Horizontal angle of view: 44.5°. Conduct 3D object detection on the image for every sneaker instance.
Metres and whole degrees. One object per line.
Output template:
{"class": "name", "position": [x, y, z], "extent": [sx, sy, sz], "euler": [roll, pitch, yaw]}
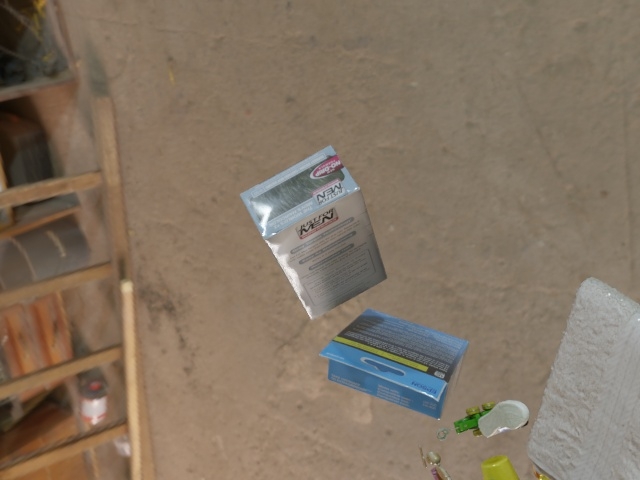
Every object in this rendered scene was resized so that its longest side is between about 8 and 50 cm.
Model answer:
{"class": "sneaker", "position": [0.378, 0.336, 1.518], "extent": [0.058, 0.084, 0.152], "euler": [64, 151, 20]}

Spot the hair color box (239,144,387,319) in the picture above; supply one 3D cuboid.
{"class": "hair color box", "position": [0.000, 0.000, 1.480], "extent": [0.114, 0.185, 0.374], "euler": [60, 177, 29]}

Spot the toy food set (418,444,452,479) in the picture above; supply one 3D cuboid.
{"class": "toy food set", "position": [0.217, 0.417, 1.395], "extent": [0.122, 0.019, 0.078], "euler": [45, 155, 56]}

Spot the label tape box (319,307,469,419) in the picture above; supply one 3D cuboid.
{"class": "label tape box", "position": [0.154, 0.267, 1.631], "extent": [0.249, 0.347, 0.115], "euler": [17, 107, 16]}

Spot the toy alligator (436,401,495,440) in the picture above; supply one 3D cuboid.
{"class": "toy alligator", "position": [0.310, 0.376, 1.612], "extent": [0.051, 0.189, 0.056], "euler": [139, 117, -66]}

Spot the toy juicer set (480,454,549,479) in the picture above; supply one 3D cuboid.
{"class": "toy juicer set", "position": [0.310, 0.443, 1.282], "extent": [0.209, 0.329, 0.090], "euler": [-21, 86, 36]}

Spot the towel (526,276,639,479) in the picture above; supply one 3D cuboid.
{"class": "towel", "position": [0.332, 0.201, 0.893], "extent": [0.187, 0.049, 0.282], "euler": [42, 134, 50]}
